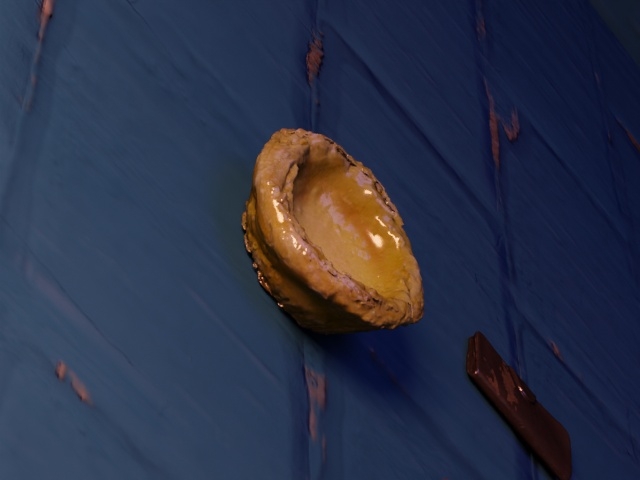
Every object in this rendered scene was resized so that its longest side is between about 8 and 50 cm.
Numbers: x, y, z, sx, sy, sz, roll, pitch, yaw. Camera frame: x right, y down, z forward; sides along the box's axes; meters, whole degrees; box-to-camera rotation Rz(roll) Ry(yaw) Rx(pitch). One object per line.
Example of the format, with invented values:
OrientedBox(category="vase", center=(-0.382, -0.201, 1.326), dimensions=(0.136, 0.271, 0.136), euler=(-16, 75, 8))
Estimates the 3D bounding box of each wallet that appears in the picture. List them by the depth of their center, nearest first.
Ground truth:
OrientedBox(category="wallet", center=(0.184, 0.154, 1.837), dimensions=(0.157, 0.018, 0.082), euler=(50, 23, -20))

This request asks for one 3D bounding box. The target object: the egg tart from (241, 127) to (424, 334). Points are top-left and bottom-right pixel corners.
OrientedBox(category="egg tart", center=(0.000, 0.000, 1.547), dimensions=(0.197, 0.078, 0.197), euler=(45, 25, -28))

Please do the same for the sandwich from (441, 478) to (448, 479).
OrientedBox(category="sandwich", center=(0.124, 0.269, 1.355), dimensions=(0.250, 0.162, 0.301), euler=(65, 24, 3))
